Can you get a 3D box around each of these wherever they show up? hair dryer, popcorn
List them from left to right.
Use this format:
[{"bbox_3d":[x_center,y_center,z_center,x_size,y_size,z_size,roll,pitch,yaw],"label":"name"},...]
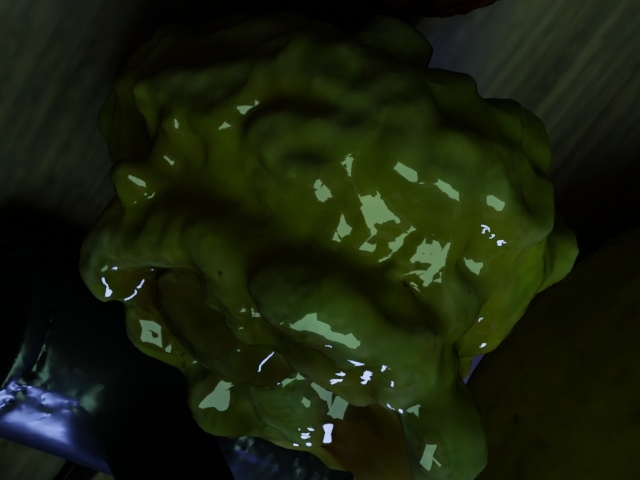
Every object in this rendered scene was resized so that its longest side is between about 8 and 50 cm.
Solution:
[{"bbox_3d":[-0.050,0.110,0.592,0.197,0.251,0.089,27,109,-35],"label":"hair dryer"},{"bbox_3d":[-0.004,0.003,0.545,0.197,0.198,0.155,40,75,-38],"label":"popcorn"}]

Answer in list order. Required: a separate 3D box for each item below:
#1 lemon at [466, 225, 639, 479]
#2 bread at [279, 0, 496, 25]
[{"bbox_3d":[0.202,0.109,0.651,0.285,0.285,0.316,18,105,-27],"label":"lemon"},{"bbox_3d":[0.034,-0.154,0.498,0.193,0.064,0.193,-10,134,-10],"label":"bread"}]
